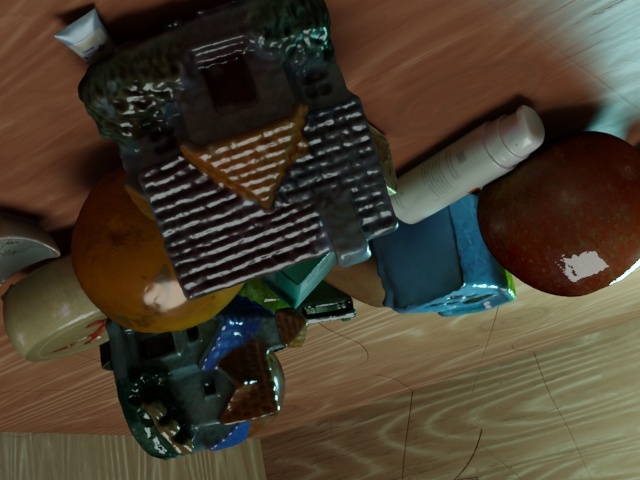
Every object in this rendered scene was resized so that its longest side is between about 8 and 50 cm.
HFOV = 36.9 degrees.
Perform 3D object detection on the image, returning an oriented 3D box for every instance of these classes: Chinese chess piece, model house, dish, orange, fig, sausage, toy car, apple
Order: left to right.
[{"bbox_3d":[-0.602,0.012,1.769,0.212,0.077,0.151,-24,154,31],"label":"dish"},{"bbox_3d":[-0.469,0.120,1.936,0.338,0.141,0.338,-25,170,-4],"label":"Chinese chess piece"},{"bbox_3d":[-0.263,0.007,1.608,0.312,0.312,0.312,-9,160,-4],"label":"orange"},{"bbox_3d":[-0.182,0.239,1.802,0.329,0.295,0.251,-16,167,25],"label":"model house"},{"bbox_3d":[-0.102,-0.093,1.304,0.360,0.339,0.297,-19,161,-3],"label":"model house"},{"bbox_3d":[-0.108,0.114,2.066,0.203,0.235,0.203,-7,156,-3],"label":"fig"},{"bbox_3d":[-0.013,0.128,2.230,0.141,0.097,0.320,-8,-171,-8],"label":"toy car"},{"bbox_3d":[0.064,0.051,2.058,0.121,0.121,0.304,-25,140,33],"label":"sausage"},{"bbox_3d":[0.289,0.025,2.032,0.303,0.237,0.215,5,156,-40],"label":"model house"},{"bbox_3d":[0.474,-0.047,1.806,0.348,0.277,0.348,-29,-179,0],"label":"apple"}]

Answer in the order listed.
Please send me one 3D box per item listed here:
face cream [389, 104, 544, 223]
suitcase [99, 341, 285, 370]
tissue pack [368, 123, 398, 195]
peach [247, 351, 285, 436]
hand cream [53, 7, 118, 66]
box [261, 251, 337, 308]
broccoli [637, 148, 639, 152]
[{"bbox_3d":[0.269,-0.139,1.773,0.102,0.102,0.345,7,155,-39],"label":"face cream"},{"bbox_3d":[-0.301,0.208,2.268,0.433,0.194,0.283,8,149,-41],"label":"suitcase"},{"bbox_3d":[-0.005,-0.113,1.665,0.234,0.125,0.159,-18,159,22],"label":"tissue pack"},{"bbox_3d":[-0.202,0.311,2.083,0.252,0.253,0.252,-9,160,-4],"label":"peach"},{"bbox_3d":[-0.289,-0.246,1.284,0.065,0.043,0.171,-33,157,2],"label":"hand cream"},{"bbox_3d":[0.000,0.000,1.839,0.245,0.092,0.153,-47,168,-20],"label":"box"},{"bbox_3d":[0.741,-0.166,1.953,0.198,0.177,0.275,19,131,12],"label":"broccoli"}]
